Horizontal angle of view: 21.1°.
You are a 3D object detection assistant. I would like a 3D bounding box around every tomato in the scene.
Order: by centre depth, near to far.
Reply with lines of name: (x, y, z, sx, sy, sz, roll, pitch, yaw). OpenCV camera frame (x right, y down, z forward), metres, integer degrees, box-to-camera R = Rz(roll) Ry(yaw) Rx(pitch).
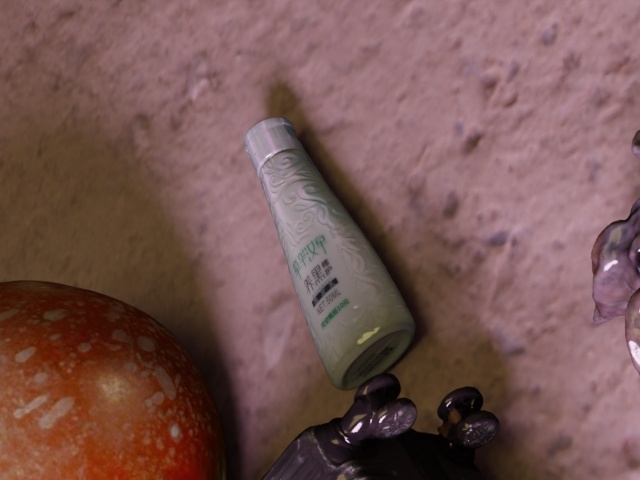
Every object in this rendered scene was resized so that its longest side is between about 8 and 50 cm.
tomato: (-0.203, 0.158, 1.122, 0.270, 0.222, 0.270, -18, 64, 43)

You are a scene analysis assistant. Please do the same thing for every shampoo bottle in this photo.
shampoo bottle: (0.000, 0.000, 1.082, 0.069, 0.041, 0.191, -50, 49, 32)

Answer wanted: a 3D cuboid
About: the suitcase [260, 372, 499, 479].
suitcase: (0.013, 0.244, 0.944, 0.312, 0.128, 0.202, -53, 48, 23)

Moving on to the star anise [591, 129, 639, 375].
star anise: (0.224, -0.012, 0.806, 0.230, 0.081, 0.262, -50, 34, -8)
